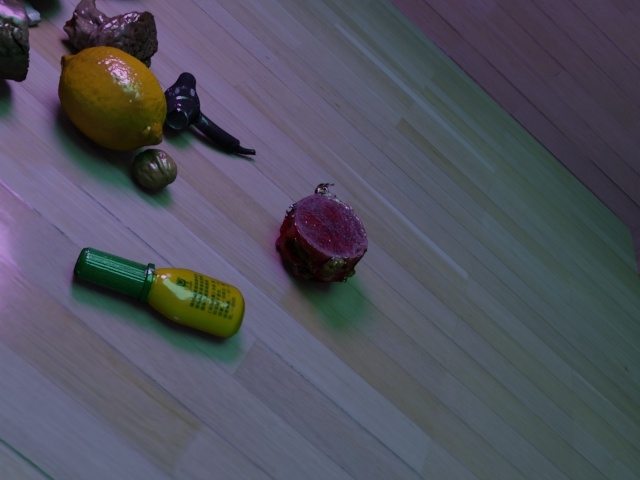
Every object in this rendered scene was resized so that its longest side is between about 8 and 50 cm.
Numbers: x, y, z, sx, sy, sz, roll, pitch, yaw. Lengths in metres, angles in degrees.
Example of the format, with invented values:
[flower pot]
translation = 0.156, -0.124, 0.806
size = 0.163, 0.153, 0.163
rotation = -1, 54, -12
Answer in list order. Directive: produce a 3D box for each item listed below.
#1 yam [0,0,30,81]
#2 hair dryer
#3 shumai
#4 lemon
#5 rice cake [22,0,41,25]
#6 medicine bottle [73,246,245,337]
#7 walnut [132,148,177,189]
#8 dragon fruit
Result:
[yam]
translation = -0.668, -0.382, 1.036
size = 0.305, 0.168, 0.167
rotation = 4, 52, -45
[hair dryer]
translation = -0.268, -0.286, 1.469
size = 0.272, 0.091, 0.235
rotation = 40, 24, -28
[shumai]
translation = -0.481, -0.459, 1.360
size = 0.176, 0.166, 0.206
rotation = 25, 33, 10
[lemon]
translation = -0.413, -0.281, 1.198
size = 0.257, 0.188, 0.188
rotation = 43, 36, -2
[rice cake]
translation = -0.685, -0.545, 1.318
size = 0.180, 0.030, 0.042
rotation = 45, 40, 0
[medicine bottle]
translation = -0.278, 0.086, 1.066
size = 0.309, 0.076, 0.111
rotation = 25, 38, -27
[walnut]
translation = -0.340, -0.146, 1.230
size = 0.092, 0.092, 0.092
rotation = 26, 40, -25
[dragon fruit]
translation = 0.000, 0.000, 1.390
size = 0.211, 0.147, 0.282
rotation = 16, 41, -21
